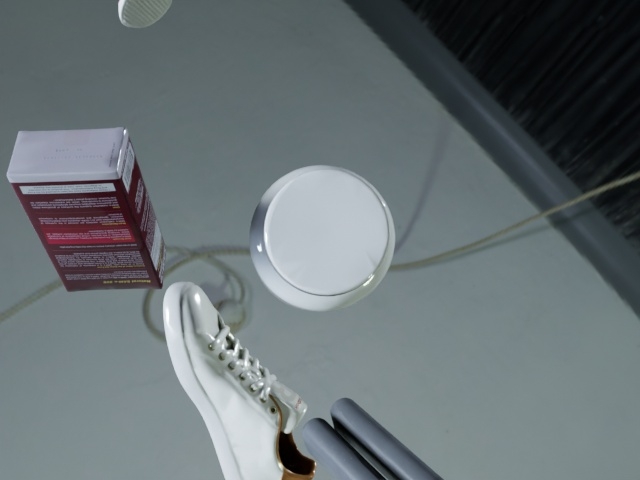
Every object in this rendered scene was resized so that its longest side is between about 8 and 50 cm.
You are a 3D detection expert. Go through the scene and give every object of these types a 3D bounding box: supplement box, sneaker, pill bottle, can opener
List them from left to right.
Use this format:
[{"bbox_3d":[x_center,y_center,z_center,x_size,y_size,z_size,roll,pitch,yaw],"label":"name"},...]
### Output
[{"bbox_3d":[-0.275,-0.031,1.126,0.130,0.239,0.073,-1,53,3],"label":"supplement box"},{"bbox_3d":[-0.179,-0.290,0.968,0.051,0.134,0.070,2,56,-29],"label":"sneaker"},{"bbox_3d":[-0.086,0.170,1.097,0.106,0.123,0.290,-59,129,-67],"label":"sneaker"},{"bbox_3d":[0.000,0.000,0.847,0.131,0.229,0.131,0,86,-3],"label":"pill bottle"},{"bbox_3d":[0.080,0.226,0.849,0.076,0.095,0.283,-32,41,-21],"label":"can opener"}]
